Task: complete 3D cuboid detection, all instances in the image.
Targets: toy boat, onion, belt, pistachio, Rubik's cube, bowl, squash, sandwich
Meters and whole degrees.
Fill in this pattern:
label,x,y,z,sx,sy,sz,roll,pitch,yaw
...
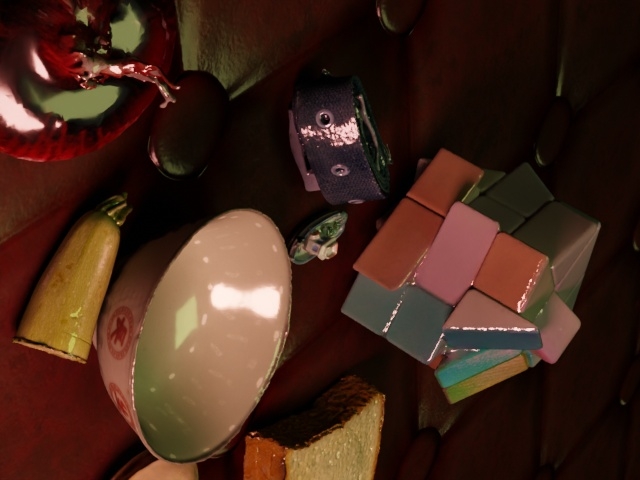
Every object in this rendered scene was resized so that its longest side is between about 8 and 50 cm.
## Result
label,x,y,z,sx,sy,sz,roll,pitch,yaw
toy boat,0.000,0.000,2.020,0.140,0.066,0.059,-33,137,-42
onion,-0.262,-0.204,1.329,0.273,0.285,0.273,-14,118,-27
belt,0.019,-0.141,1.928,0.218,0.128,0.122,68,22,-45
pistachio,-0.250,0.378,1.803,0.215,0.144,0.144,-61,148,-24
Rubik's cube,0.250,0.072,2.182,0.368,0.358,0.387,-34,145,-41
bowl,-0.189,0.102,1.700,0.337,0.158,0.337,-37,135,-48
squash,-0.283,0.038,1.606,0.094,0.094,0.224,44,64,-56
sandwich,-0.017,0.390,2.189,0.301,0.099,0.271,-24,131,-53
